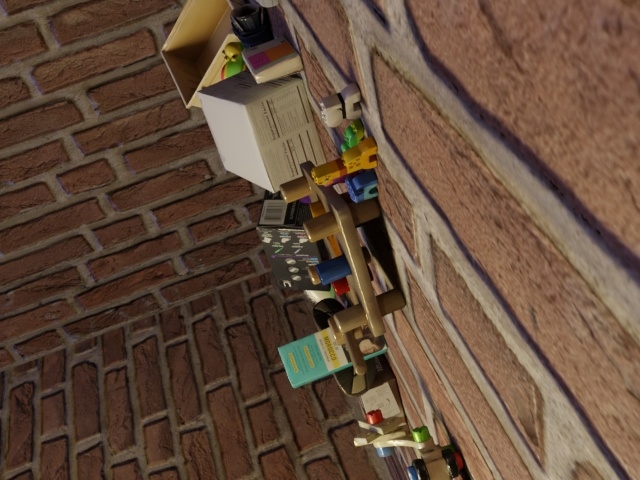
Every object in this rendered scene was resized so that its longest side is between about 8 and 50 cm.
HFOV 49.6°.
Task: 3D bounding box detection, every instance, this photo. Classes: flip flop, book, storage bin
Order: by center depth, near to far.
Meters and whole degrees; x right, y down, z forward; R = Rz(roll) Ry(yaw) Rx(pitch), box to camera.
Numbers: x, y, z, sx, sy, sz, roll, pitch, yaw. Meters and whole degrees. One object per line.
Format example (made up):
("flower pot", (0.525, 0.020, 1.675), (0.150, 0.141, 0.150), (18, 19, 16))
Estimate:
("book", (-0.100, -0.364, 1.385), (0.144, 0.096, 0.035), (-116, 7, -53))
("flip flop", (0.058, 0.269, 1.745), (0.080, 0.112, 0.277), (79, 165, -53))
("storage bin", (-0.299, -0.533, 1.910), (0.260, 0.123, 0.262), (-52, 49, 29))

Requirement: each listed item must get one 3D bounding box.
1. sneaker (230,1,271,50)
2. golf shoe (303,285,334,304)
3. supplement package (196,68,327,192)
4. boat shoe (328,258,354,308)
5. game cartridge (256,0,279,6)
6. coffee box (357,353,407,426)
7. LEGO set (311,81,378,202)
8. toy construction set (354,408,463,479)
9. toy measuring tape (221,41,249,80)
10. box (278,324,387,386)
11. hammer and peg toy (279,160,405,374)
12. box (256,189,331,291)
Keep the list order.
("sneaker", (-0.143, -0.444, 1.612), (0.163, 0.086, 0.226), (76, 174, -73))
("golf shoe", (-0.010, 0.058, 1.995), (0.120, 0.105, 0.273), (-25, 80, 51))
("supplement package", (-0.133, -0.249, 1.536), (0.262, 0.145, 0.204), (30, 143, 55))
("boat shoe", (0.068, 0.118, 1.746), (0.072, 0.068, 0.190), (-71, -38, -79))
("game cartridge", (-0.146, -0.588, 1.256), (0.196, 0.060, 0.294), (83, 166, -55))
("coffee box", (0.150, 0.410, 1.814), (0.141, 0.098, 0.247), (-116, 7, -51))
("LEGO set", (0.027, -0.114, 1.006), (0.227, 0.093, 0.087), (79, 169, -63))
("toy construction set", (0.196, 0.450, 1.267), (0.328, 0.151, 0.215), (59, 176, -2))
("toy measuring tape", (-0.175, -0.388, 1.818), (0.121, 0.121, 0.330), (66, -175, 34))
("box", (0.030, 0.261, 1.654), (0.060, 0.244, 0.101), (86, 162, -74))
("hammer and peg toy", (0.054, 0.055, 1.232), (0.266, 0.127, 0.361), (-124, 14, -63))
("box", (-0.051, -0.012, 1.729), (0.270, 0.143, 0.165), (75, -159, -52))
